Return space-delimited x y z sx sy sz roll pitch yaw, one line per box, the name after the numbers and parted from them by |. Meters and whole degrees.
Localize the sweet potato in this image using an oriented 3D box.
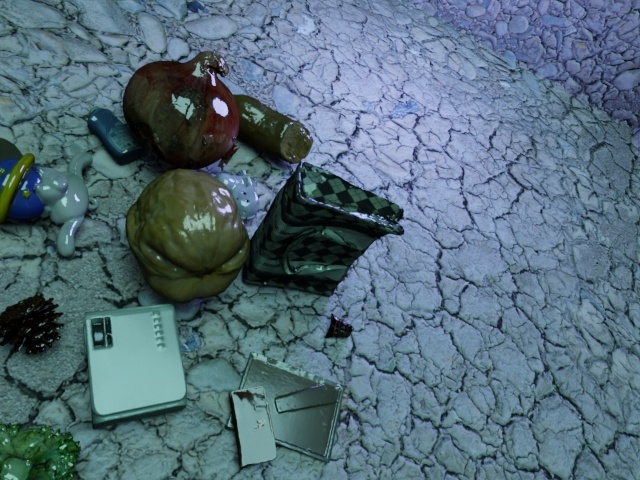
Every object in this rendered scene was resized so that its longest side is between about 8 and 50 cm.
-0.204 -0.389 1.623 0.370 0.158 0.157 29 52 2 | sweet potato

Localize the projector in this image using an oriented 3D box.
-0.428 0.280 1.109 0.198 0.108 0.250 -4 64 -28 | projector

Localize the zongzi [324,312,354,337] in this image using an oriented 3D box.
0.050 0.243 1.398 0.083 0.067 0.073 -1 66 -7 | zongzi

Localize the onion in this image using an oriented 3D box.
-0.393 -0.362 1.419 0.354 0.353 0.353 12 56 -19 | onion

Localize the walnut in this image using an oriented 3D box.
-0.336 -0.022 1.221 0.306 0.306 0.344 1 36 -25 | walnut

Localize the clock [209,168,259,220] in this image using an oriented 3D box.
-0.263 -0.134 1.466 0.117 0.080 0.176 -10 64 -31 | clock

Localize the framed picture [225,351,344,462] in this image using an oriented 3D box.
-0.080 0.423 1.241 0.281 0.019 0.209 25 52 -10 | framed picture

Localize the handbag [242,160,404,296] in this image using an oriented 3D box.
0.000 0.000 1.295 0.317 0.416 0.180 16 53 -19 | handbag

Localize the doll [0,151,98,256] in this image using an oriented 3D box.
-0.689 -0.148 1.220 0.243 0.159 0.311 18 50 -13 | doll

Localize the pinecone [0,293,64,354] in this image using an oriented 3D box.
-0.634 0.188 1.058 0.140 0.140 0.120 -45 118 -38 | pinecone

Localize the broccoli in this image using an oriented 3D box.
-0.559 0.421 0.902 0.220 0.194 0.194 42 51 -4 | broccoli

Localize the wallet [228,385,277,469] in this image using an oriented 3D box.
-0.163 0.444 1.158 0.095 0.026 0.176 -6 60 -21 | wallet

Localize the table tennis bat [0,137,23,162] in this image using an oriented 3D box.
-0.883 -0.242 1.276 0.131 0.022 0.234 -34 81 -36 | table tennis bat

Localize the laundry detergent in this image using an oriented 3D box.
-0.616 -0.322 1.427 0.097 0.061 0.206 -36 79 -35 | laundry detergent
